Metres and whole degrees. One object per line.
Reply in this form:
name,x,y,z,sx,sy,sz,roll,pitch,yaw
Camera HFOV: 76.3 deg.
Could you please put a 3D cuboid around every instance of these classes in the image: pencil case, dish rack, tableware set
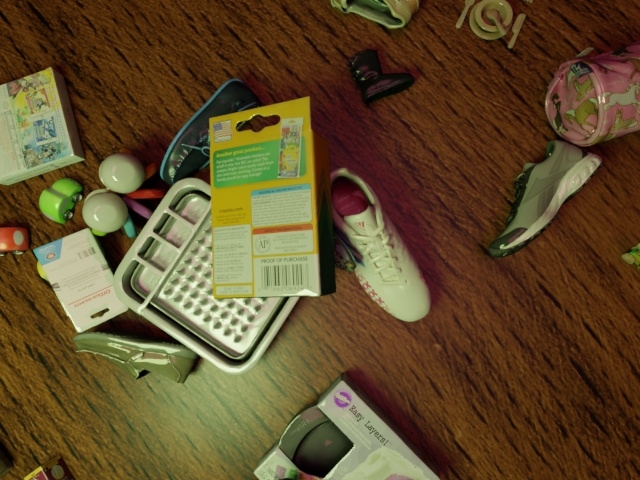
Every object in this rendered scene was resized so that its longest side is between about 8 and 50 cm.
pencil case,0.632,-0.306,0.743,0.385,0.160,0.167,-17,114,2
dish rack,-0.207,0.068,0.814,0.332,0.072,0.286,33,88,6
tableware set,0.374,-0.509,0.834,0.128,0.039,0.194,24,88,5

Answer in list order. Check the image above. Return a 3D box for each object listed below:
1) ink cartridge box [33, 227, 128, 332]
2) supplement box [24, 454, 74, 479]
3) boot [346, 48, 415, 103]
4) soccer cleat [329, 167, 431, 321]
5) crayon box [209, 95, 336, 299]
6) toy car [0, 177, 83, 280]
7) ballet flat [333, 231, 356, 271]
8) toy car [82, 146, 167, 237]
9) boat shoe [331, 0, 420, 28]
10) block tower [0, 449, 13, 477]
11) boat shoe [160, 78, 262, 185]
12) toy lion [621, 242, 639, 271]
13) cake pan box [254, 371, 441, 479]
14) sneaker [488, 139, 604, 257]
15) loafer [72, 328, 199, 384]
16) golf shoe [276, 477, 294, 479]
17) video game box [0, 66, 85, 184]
ink cartridge box,-0.469,0.079,0.813,0.104,0.060,0.180,-26,94,-21
supplement box,-0.535,0.485,0.812,0.043,0.055,0.083,-36,85,0
boot,0.122,-0.347,0.839,0.121,0.045,0.099,-20,81,3
soccer cleat,0.097,0.010,0.760,0.116,0.143,0.331,-32,84,2
crayon box,-0.086,-0.064,0.715,0.203,0.083,0.323,-4,86,21
toy car,-0.584,-0.032,0.857,0.238,0.053,0.225,26,88,5
ballet flat,0.000,0.000,0.778,0.070,0.070,0.188,-35,49,1
toy car,-0.385,-0.086,0.817,0.136,0.159,0.182,24,86,-31
boat shoe,0.059,-0.530,0.822,0.302,0.113,0.103,22,82,5
block tower,-0.778,0.540,0.808,0.335,0.091,0.097,-42,83,1
boat shoe,-0.218,-0.209,0.821,0.089,0.109,0.258,37,91,3
toy lion,0.615,0.046,0.745,0.034,0.100,0.096,-36,65,-1
cake pan box,0.045,0.428,0.770,0.246,0.070,0.267,-44,83,-2
sneaker,0.404,-0.077,0.777,0.108,0.100,0.271,40,83,16
loafer,-0.368,0.230,0.801,0.251,0.094,0.088,9,82,5
golf shoe,-0.119,0.501,0.717,0.120,0.105,0.273,31,118,22
video game box,-0.630,-0.246,0.882,0.187,0.048,0.205,-17,85,4
